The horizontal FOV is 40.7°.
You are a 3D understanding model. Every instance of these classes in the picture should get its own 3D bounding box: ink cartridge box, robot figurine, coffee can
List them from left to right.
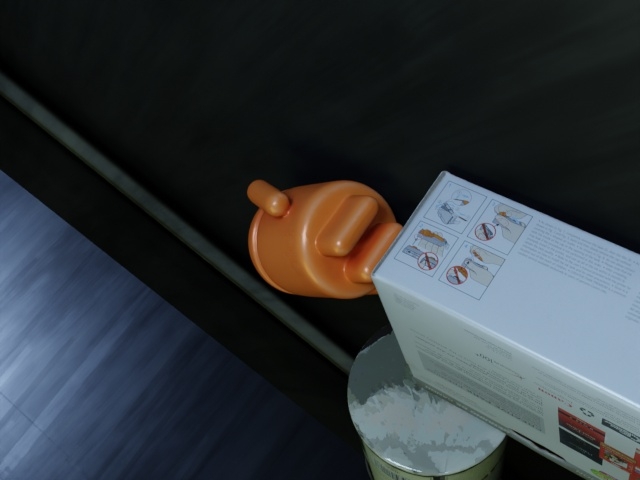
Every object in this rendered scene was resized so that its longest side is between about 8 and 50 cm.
[{"bbox_3d":[-0.001,-0.002,0.947,0.158,0.128,0.219,1,178,-29],"label":"robot figurine"},{"bbox_3d":[0.148,0.242,1.135,0.202,0.201,0.275,29,159,21],"label":"coffee can"},{"bbox_3d":[0.227,0.109,0.801,0.310,0.130,0.271,27,160,27],"label":"ink cartridge box"}]
